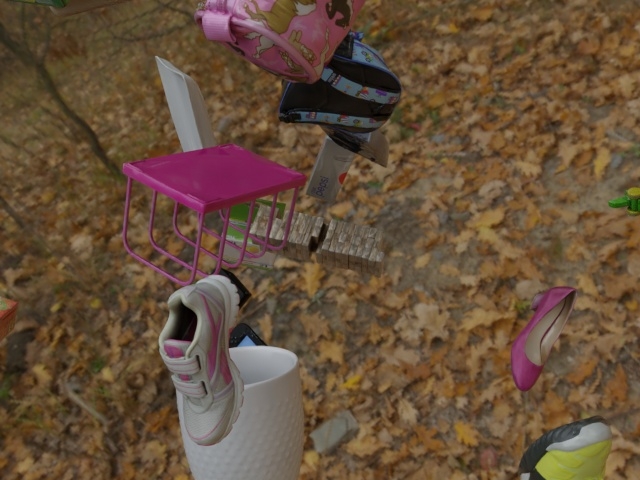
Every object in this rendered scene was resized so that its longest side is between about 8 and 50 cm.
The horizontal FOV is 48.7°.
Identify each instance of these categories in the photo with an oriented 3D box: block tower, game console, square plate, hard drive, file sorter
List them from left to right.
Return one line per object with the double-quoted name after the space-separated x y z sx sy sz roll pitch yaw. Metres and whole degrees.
-0.332 -0.296 1.846 0.049 0.343 0.347 -21 28 -16 "square plate"
-0.206 -0.053 1.357 0.202 0.182 0.291 26 28 27 "file sorter"
-0.230 0.261 1.984 0.361 0.044 0.213 45 108 20 "game console"
0.000 0.000 1.775 0.336 0.091 0.097 14 64 11 "block tower"
0.087 -0.258 1.755 0.172 0.255 0.054 28 90 17 "hard drive"

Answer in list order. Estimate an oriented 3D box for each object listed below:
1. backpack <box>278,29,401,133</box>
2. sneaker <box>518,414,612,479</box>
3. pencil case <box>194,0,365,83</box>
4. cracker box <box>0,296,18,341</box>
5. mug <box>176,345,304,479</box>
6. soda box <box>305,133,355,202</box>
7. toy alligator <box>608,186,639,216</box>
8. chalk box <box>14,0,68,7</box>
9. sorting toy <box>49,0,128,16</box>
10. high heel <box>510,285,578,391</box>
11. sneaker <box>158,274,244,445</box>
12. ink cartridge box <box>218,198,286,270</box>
0.034 -0.249 1.102 0.158 0.174 0.116 116 161 -49 "backpack"
0.406 0.432 1.168 0.145 0.384 0.147 -10 44 -17 "sneaker"
0.012 -0.362 0.782 0.385 0.167 0.160 -63 18 0 "pencil case"
-0.681 0.132 1.241 0.155 0.233 0.067 -73 3 -67 "cracker box"
-0.168 0.428 1.635 0.277 0.327 0.374 -5 9 3 "mug"
0.037 -0.232 2.085 0.286 0.098 0.091 116 170 -57 "soda box"
0.687 -0.085 1.434 0.190 0.056 0.051 0 39 24 "toy alligator"
-0.384 -0.387 0.892 0.133 0.132 0.212 13 72 8 "chalk box"
-0.346 -0.531 1.223 0.041 0.229 0.307 31 42 23 "sorting toy"
0.495 0.214 1.550 0.244 0.082 0.117 -62 13 -22 "high heel"
-0.186 0.177 1.039 0.103 0.111 0.252 -8 83 33 "sneaker"
-0.224 -0.025 2.298 0.189 0.255 0.097 11 52 -5 "ink cartridge box"
